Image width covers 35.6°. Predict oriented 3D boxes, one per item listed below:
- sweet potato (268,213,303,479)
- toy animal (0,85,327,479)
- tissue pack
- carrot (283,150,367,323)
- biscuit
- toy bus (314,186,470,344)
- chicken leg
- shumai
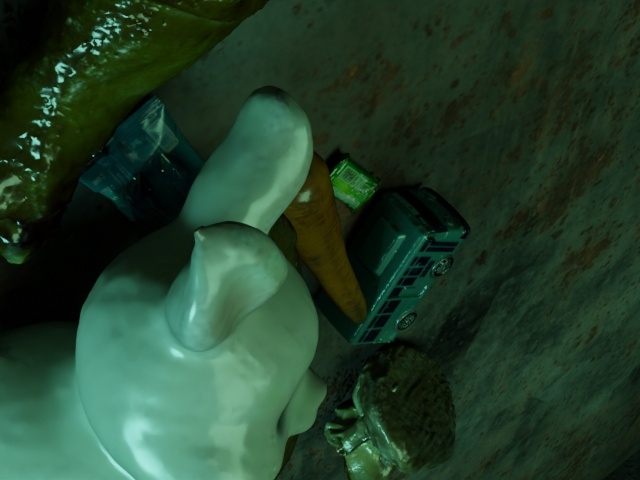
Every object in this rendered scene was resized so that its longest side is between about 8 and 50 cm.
[{"bbox_3d":[-0.068,0.107,0.904,0.131,0.130,0.422,-22,141,-33],"label":"sweet potato"},{"bbox_3d":[-0.119,0.072,0.666,0.241,0.196,0.368,33,127,-22],"label":"toy animal"},{"bbox_3d":[-0.123,-0.044,0.750,0.085,0.028,0.138,-43,153,-3],"label":"tissue pack"},{"bbox_3d":[0.000,0.000,0.898,0.061,0.061,0.256,-38,143,-11],"label":"carrot"},{"bbox_3d":[0.026,-0.054,0.926,0.046,0.016,0.089,-48,149,9],"label":"biscuit"},{"bbox_3d":[0.071,0.026,1.017,0.092,0.079,0.160,1,130,-48],"label":"toy bus"},{"bbox_3d":[-0.113,-0.137,0.535,0.361,0.140,0.211,-52,157,6],"label":"chicken leg"},{"bbox_3d":[0.080,0.227,1.236,0.153,0.161,0.209,-34,179,26],"label":"shumai"}]
